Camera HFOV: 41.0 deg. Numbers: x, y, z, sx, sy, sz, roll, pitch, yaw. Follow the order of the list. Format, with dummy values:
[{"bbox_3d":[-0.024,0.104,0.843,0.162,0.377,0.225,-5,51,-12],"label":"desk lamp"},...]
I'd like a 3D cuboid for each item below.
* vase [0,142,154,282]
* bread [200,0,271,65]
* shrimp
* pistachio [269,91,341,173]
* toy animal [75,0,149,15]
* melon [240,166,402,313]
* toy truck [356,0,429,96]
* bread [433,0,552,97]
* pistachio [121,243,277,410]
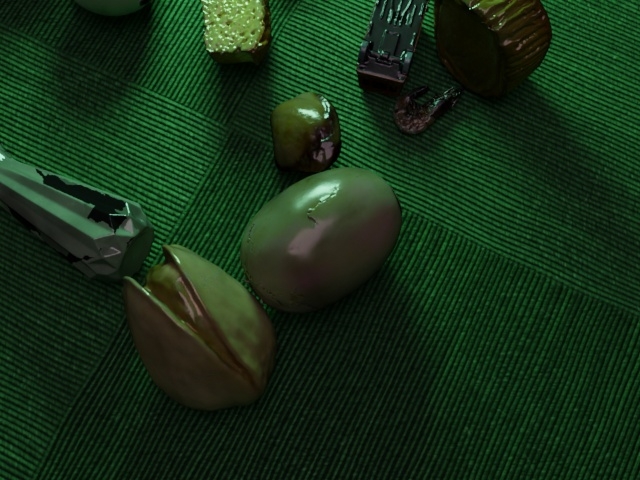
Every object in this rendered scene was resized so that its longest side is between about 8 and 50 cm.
[{"bbox_3d":[-0.487,-0.060,1.585,0.360,0.165,0.165,28,75,11],"label":"vase"},{"bbox_3d":[-0.170,-0.445,1.705,0.143,0.139,0.229,-5,73,0],"label":"bread"},{"bbox_3d":[0.216,-0.278,1.714,0.161,0.034,0.091,-34,76,-8],"label":"shrimp"},{"bbox_3d":[-0.024,-0.194,1.626,0.165,0.130,0.210,-57,36,20],"label":"pistachio"},{"bbox_3d":[-0.418,-0.580,1.715,0.212,0.212,0.267,5,85,1],"label":"toy animal"},{"bbox_3d":[0.000,0.000,1.531,0.317,0.223,0.223,-34,77,-16],"label":"melon"},{"bbox_3d":[0.150,-0.424,1.716,0.107,0.114,0.253,15,75,6],"label":"toy truck"},{"bbox_3d":[0.325,-0.406,1.642,0.142,0.253,0.227,-34,68,-12],"label":"bread"},{"bbox_3d":[-0.208,0.158,1.480,0.229,0.238,0.321,-41,109,-17],"label":"pistachio"}]
